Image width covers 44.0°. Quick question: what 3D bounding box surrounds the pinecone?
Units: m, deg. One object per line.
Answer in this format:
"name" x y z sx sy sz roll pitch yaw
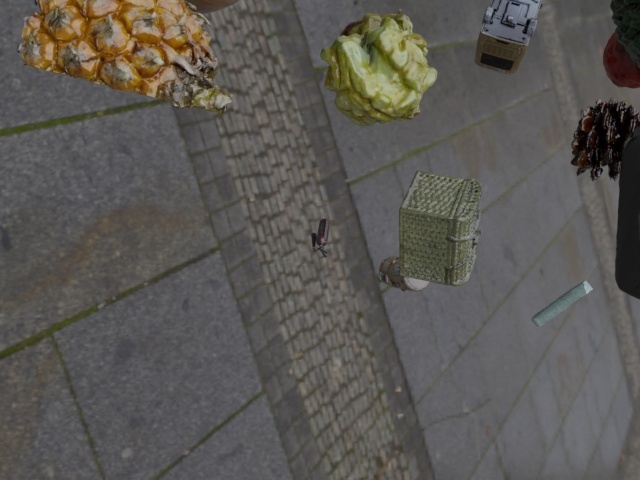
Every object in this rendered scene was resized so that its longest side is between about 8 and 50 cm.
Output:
"pinecone" 0.746 -0.253 2.002 0.221 0.221 0.222 25 59 -53

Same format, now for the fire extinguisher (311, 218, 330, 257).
"fire extinguisher" -0.004 -0.004 1.702 0.100 0.046 0.032 -80 153 -48

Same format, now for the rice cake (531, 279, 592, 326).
"rice cake" 0.591 0.156 1.945 0.033 0.170 0.029 50 27 4

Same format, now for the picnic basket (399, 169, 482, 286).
"picnic basket" 0.253 -0.022 1.634 0.196 0.154 0.134 85 25 -43

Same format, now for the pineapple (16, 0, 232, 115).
"pineapple" -0.238 -0.327 1.220 0.344 0.286 0.209 -21 127 -62

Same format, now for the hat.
"hat" 0.623 -0.369 1.393 0.332 0.242 0.274 104 -34 -79

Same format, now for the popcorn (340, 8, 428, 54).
"popcorn" 0.137 -0.406 1.758 0.218 0.189 0.169 52 8 32

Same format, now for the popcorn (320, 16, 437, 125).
"popcorn" 0.106 -0.292 1.371 0.185 0.187 0.167 -61 135 -56

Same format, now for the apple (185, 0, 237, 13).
"apple" -0.288 -0.640 1.694 0.345 0.344 0.269 51 61 -37

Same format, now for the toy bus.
"toy bus" 0.504 -0.585 2.094 0.157 0.139 0.290 94 15 -58

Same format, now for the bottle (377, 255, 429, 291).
"bottle" 0.205 0.083 2.036 0.098 0.152 0.099 -2 94 -32

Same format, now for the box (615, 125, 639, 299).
"box" 0.634 -0.014 1.203 0.091 0.350 0.359 -57 144 -39
